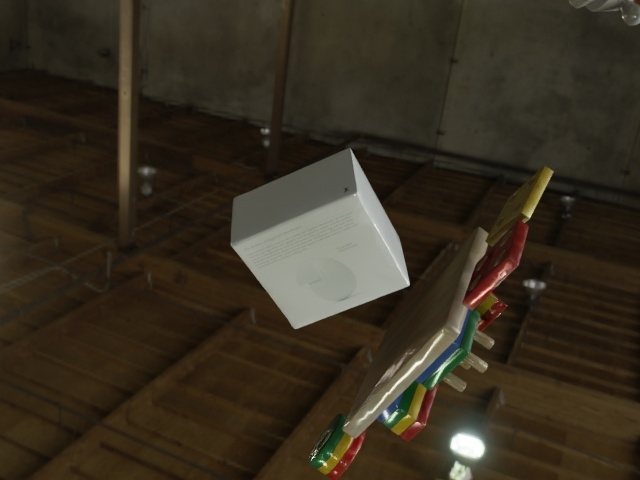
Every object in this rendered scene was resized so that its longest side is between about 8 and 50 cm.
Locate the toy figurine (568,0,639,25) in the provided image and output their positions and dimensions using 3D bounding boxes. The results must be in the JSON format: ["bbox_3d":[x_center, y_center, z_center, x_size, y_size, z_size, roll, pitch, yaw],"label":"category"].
[{"bbox_3d":[0.343,-0.310,0.680,0.148,0.209,0.213,-14,-160,-34],"label":"toy figurine"}]

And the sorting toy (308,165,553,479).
[{"bbox_3d":[0.090,0.069,0.532,0.046,0.274,0.132,35,-144,0],"label":"sorting toy"}]

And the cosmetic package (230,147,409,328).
[{"bbox_3d":[0.000,0.000,1.236,0.224,0.224,0.138,-22,-141,13],"label":"cosmetic package"}]
